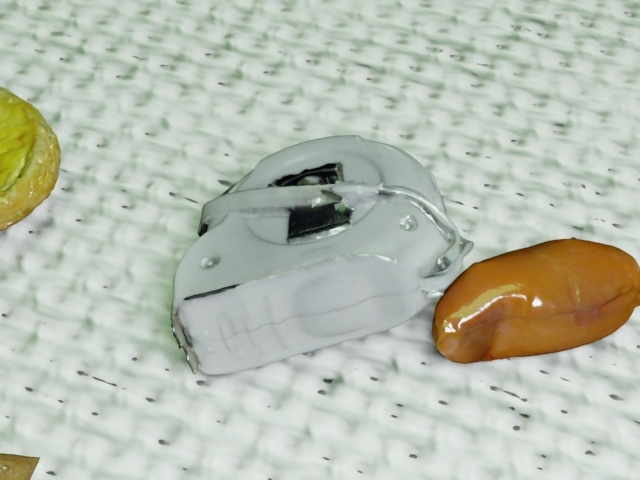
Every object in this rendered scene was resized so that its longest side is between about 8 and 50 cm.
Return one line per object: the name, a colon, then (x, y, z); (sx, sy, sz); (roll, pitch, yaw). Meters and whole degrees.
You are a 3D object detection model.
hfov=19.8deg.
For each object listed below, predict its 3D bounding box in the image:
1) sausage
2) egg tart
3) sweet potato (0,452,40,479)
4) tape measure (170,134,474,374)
sausage: (0.165, 0.048, 1.435); (0.179, 0.089, 0.089); (-11, 48, -16)
egg tart: (-0.312, -0.055, 1.549); (0.191, 0.074, 0.191); (0, 47, 0)
sweet potato: (-0.291, 0.198, 1.294); (0.206, 0.068, 0.060); (-34, 31, -25)
tape measure: (0.000, 0.000, 1.454); (0.236, 0.120, 0.197); (-15, 36, 6)
